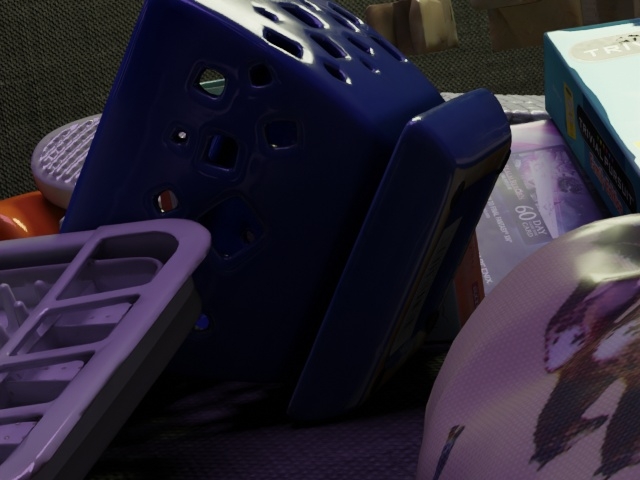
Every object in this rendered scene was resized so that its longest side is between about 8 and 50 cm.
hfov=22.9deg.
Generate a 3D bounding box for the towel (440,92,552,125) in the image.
[{"bbox_3d":[0.248,-0.070,1.489,0.283,0.121,0.235,1,8,-6],"label":"towel"}]

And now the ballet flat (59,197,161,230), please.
[{"bbox_3d":[-0.033,-0.002,1.341,0.409,0.147,0.147,-9,7,-3],"label":"ballet flat"}]

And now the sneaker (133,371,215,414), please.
[{"bbox_3d":[-0.134,0.086,1.096,0.089,0.051,0.170,1,14,32],"label":"sneaker"}]

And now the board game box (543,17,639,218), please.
[{"bbox_3d":[0.336,-0.080,1.201,0.253,0.079,0.336,-9,32,-4],"label":"board game box"}]

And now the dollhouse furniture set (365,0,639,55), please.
[{"bbox_3d":[0.275,-0.261,1.910,0.362,0.394,0.256,-4,9,34],"label":"dollhouse furniture set"}]

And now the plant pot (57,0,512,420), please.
[{"bbox_3d":[-0.014,-0.025,1.025,0.212,0.236,0.236,26,17,11],"label":"plant pot"}]

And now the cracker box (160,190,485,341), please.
[{"bbox_3d":[0.000,0.000,1.188,0.232,0.156,0.067,-5,8,26],"label":"cracker box"}]

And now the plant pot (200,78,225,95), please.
[{"bbox_3d":[-0.062,-0.080,1.705,0.293,0.196,0.293,-9,8,1],"label":"plant pot"}]

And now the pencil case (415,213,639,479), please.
[{"bbox_3d":[0.135,0.086,0.332,0.183,0.160,0.410,-35,10,-4],"label":"pencil case"}]

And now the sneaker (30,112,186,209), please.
[{"bbox_3d":[-0.086,-0.022,1.475,0.366,0.150,0.135,6,42,0],"label":"sneaker"}]

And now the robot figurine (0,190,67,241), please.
[{"bbox_3d":[-0.268,0.021,1.472,0.158,0.128,0.219,-17,4,29],"label":"robot figurine"}]

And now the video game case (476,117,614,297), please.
[{"bbox_3d":[0.229,-0.035,1.284,0.274,0.026,0.196,-11,43,-8],"label":"video game case"}]

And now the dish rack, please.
[{"bbox_3d":[-0.234,0.094,0.861,0.332,0.072,0.285,-6,27,24],"label":"dish rack"}]
